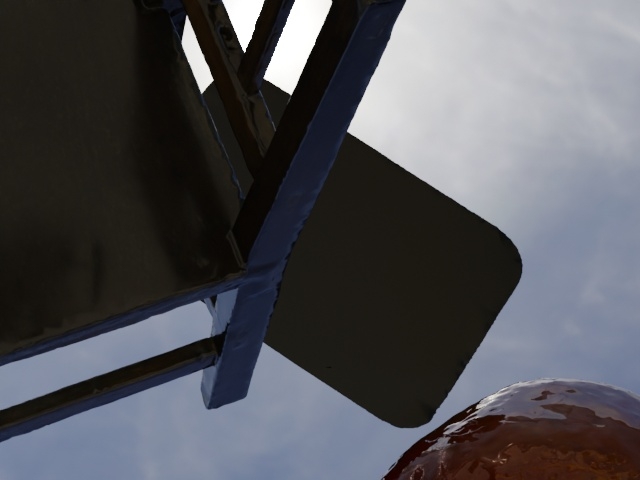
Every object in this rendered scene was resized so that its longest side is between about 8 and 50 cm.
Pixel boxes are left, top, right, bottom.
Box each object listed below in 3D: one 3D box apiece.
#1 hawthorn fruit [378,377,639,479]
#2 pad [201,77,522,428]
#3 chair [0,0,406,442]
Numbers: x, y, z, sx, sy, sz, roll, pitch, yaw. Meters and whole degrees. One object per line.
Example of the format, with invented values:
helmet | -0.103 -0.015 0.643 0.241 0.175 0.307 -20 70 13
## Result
hawthorn fruit | 0.060 0.103 0.378 0.125 0.140 0.125 11 -74 41
pad | 0.000 0.000 0.991 0.181 0.267 0.004 -54 176 -28
chair | -0.144 -0.039 0.678 0.241 0.416 0.203 -14 -114 -18
